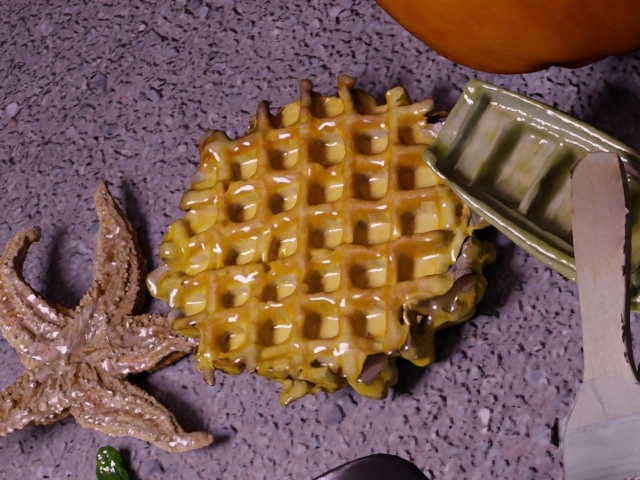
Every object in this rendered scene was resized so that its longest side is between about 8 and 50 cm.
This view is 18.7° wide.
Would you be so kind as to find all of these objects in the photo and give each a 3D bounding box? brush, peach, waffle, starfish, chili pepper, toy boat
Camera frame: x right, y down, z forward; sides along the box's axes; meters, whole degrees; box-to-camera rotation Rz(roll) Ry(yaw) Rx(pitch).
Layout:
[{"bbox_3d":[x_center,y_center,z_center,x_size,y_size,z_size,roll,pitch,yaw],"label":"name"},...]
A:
[{"bbox_3d":[0.199,0.073,1.337,0.085,0.020,0.336,-18,50,28],"label":"brush"},{"bbox_3d":[0.177,-0.282,1.518,0.342,0.343,0.302,-12,102,29],"label":"peach"},{"bbox_3d":[0.008,0.004,1.616,0.329,0.062,0.329,-11,60,19],"label":"waffle"},{"bbox_3d":[-0.188,0.092,1.717,0.302,0.060,0.299,17,61,29],"label":"starfish"},{"bbox_3d":[-0.166,0.213,1.655,0.030,0.034,0.091,-23,44,-20],"label":"chili pepper"},{"bbox_3d":[0.210,-0.022,1.472,0.276,0.084,0.111,31,85,28],"label":"toy boat"}]

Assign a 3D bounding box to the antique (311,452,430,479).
[{"bbox_3d":[-0.008,0.266,1.207,0.185,0.322,0.255,62,141,24],"label":"antique"}]

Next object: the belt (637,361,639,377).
[{"bbox_3d":[0.300,0.158,1.304,0.217,0.122,0.339,27,82,40],"label":"belt"}]
